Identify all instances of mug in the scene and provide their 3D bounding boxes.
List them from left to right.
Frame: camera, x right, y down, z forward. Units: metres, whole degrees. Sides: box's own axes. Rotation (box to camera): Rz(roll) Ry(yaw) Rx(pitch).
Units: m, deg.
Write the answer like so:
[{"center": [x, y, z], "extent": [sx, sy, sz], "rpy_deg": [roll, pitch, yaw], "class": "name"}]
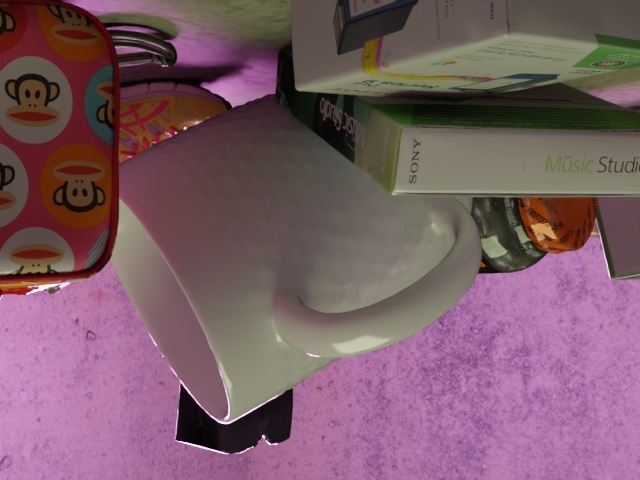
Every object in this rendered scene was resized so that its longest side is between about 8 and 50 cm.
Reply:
[{"center": [0.000, 0.000, 1.163], "extent": [0.328, 0.276, 0.374], "rpy_deg": [-29, -150, -19], "class": "mug"}]

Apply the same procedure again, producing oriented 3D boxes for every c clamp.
[{"center": [-0.192, -0.166, 1.055], "extent": [0.161, 0.022, 0.137], "rpy_deg": [-1, 173, 35], "class": "c clamp"}]

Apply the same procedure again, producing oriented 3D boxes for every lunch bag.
[{"center": [-0.293, -0.052, 0.872], "extent": [0.293, 0.258, 0.120], "rpy_deg": [1, 176, -34], "class": "lunch bag"}]

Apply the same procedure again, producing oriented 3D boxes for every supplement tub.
[{"center": [0.144, -0.060, 1.424], "extent": [0.338, 0.207, 0.207], "rpy_deg": [-3, 177, 34], "class": "supplement tub"}]

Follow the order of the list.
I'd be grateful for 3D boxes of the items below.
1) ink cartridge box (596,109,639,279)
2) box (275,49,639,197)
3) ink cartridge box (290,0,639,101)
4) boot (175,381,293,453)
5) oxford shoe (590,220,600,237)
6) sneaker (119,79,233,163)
[{"center": [0.453, -0.053, 1.588], "extent": [0.117, 0.201, 0.278], "rpy_deg": [-16, 171, 27], "class": "ink cartridge box"}, {"center": [0.114, -0.103, 0.990], "extent": [0.232, 0.058, 0.322], "rpy_deg": [0, -163, -17], "class": "box"}, {"center": [0.101, -0.149, 0.766], "extent": [0.154, 0.093, 0.212], "rpy_deg": [0, 179, -36], "class": "ink cartridge box"}, {"center": [-0.058, 0.083, 1.805], "extent": [0.367, 0.445, 0.146], "rpy_deg": [2, 176, -44], "class": "boot"}, {"center": [0.358, -0.039, 1.810], "extent": [0.123, 0.130, 0.348], "rpy_deg": [13, -170, -13], "class": "oxford shoe"}, {"center": [-0.195, -0.117, 1.255], "extent": [0.209, 0.094, 0.081], "rpy_deg": [-3, 175, 5], "class": "sneaker"}]
